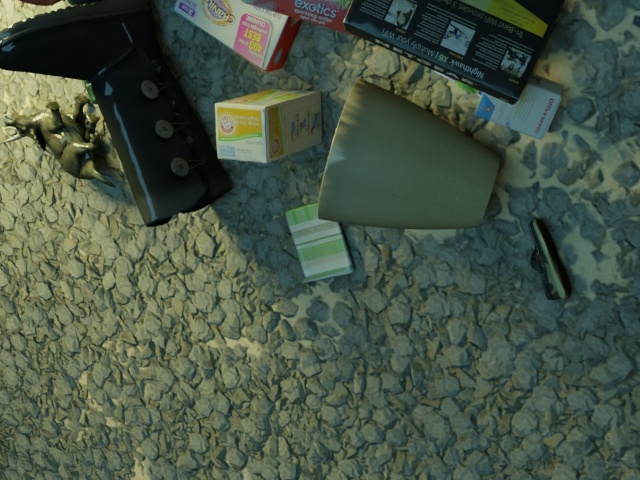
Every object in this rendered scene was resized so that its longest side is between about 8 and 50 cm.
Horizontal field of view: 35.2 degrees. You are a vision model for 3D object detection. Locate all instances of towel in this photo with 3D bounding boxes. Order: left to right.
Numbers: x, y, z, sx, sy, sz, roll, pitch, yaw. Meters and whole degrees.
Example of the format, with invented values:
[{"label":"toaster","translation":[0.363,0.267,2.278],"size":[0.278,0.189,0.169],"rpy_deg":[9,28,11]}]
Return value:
[{"label":"towel","translation":[0.000,0.000,1.998],"size":[0.113,0.023,0.152],"rpy_deg":[-14,96,30]}]

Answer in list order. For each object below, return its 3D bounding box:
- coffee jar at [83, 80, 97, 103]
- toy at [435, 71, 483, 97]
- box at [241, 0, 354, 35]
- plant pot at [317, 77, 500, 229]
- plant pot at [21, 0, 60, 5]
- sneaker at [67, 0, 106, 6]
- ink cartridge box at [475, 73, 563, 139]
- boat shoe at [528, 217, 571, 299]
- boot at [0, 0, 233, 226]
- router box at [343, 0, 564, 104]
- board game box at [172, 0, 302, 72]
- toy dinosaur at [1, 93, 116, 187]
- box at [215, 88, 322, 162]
[{"label":"coffee jar","translation":[-0.466,-0.383,2.101],"size":[0.096,0.079,0.184],"rpy_deg":[-22,93,33]},{"label":"toy","translation":[0.291,-0.356,1.696],"size":[0.137,0.056,0.237],"rpy_deg":[32,118,16]},{"label":"box","translation":[0.005,-0.444,1.732],"size":[0.257,0.128,0.122],"rpy_deg":[16,117,-4]},{"label":"plant pot","translation":[0.163,-0.123,1.754],"size":[0.274,0.256,0.256],"rpy_deg":[16,114,6]},{"label":"plant pot","translation":[-0.534,-0.622,1.973],"size":[0.272,0.272,0.265],"rpy_deg":[49,131,7]},{"label":"sneaker","translation":[-0.396,-0.523,1.924],"size":[0.226,0.163,0.086],"rpy_deg":[-30,87,-2]},{"label":"ink cartridge box","translation":[0.333,-0.234,1.690],"size":[0.122,0.052,0.088],"rpy_deg":[22,125,5]},{"label":"boat shoe","translation":[0.391,0.037,1.765],"size":[0.049,0.056,0.152],"rpy_deg":[-20,95,27]},{"label":"boot","translation":[-0.404,-0.230,1.960],"size":[0.146,0.367,0.445],"rpy_deg":[-12,100,54]},{"label":"router box","translation":[0.224,-0.390,1.611],"size":[0.309,0.081,0.243],"rpy_deg":[25,92,3]},{"label":"board game box","translation":[-0.120,-0.511,1.874],"size":[0.242,0.064,0.316],"rpy_deg":[36,120,15]},{"label":"toy dinosaur","translation":[-0.538,-0.211,2.195],"size":[0.313,0.121,0.160],"rpy_deg":[39,132,8]},{"label":"box","translation":[-0.094,-0.215,1.870],"size":[0.114,0.203,0.103],"rpy_deg":[8,109,27]}]
